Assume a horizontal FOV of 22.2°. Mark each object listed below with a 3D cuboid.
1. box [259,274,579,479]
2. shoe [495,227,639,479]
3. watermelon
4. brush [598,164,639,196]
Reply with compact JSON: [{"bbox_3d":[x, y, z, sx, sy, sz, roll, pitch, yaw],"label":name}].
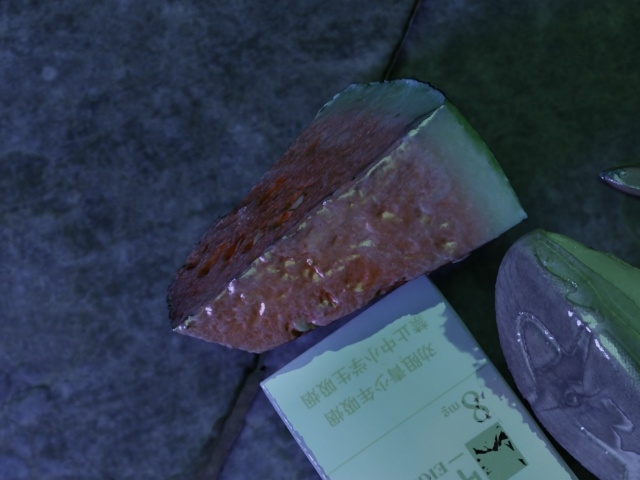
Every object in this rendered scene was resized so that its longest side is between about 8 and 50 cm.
[{"bbox_3d":[0.085,0.164,1.193,0.155,0.067,0.243,-34,74,-2],"label":"box"},{"bbox_3d":[0.287,0.096,1.154,0.342,0.132,0.210,44,59,9],"label":"shoe"},{"bbox_3d":[0.000,0.000,1.208,0.257,0.193,0.140,-37,102,-7],"label":"watermelon"},{"bbox_3d":[0.311,-0.037,1.248,0.196,0.021,0.070,9,74,8],"label":"brush"}]
